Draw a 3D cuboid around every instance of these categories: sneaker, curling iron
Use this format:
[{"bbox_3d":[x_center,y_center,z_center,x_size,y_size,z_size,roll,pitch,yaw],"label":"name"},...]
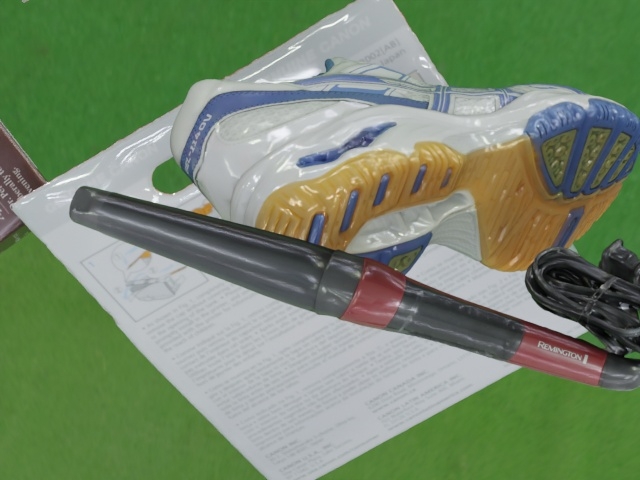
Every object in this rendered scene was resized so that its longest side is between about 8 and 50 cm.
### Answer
[{"bbox_3d":[0.054,-0.055,0.901,0.296,0.112,0.131,-5,37,-47],"label":"sneaker"},{"bbox_3d":[0.022,0.015,0.742,0.274,0.035,0.068,10,44,9],"label":"curling iron"}]

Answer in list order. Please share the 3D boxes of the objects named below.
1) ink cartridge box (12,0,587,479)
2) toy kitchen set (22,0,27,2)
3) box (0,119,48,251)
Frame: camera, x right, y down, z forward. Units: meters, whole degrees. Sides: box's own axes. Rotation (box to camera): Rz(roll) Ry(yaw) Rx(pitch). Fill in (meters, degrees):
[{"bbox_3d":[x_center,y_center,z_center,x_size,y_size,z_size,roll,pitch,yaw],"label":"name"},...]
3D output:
[{"bbox_3d":[0.000,0.000,1.283,0.308,0.385,0.091,-29,39,12],"label":"ink cartridge box"},{"bbox_3d":[-0.222,-0.237,1.318,0.068,0.083,0.075,-29,121,11],"label":"toy kitchen set"},{"bbox_3d":[-0.334,-0.035,1.340,0.203,0.167,0.168,-37,94,-7],"label":"box"}]
